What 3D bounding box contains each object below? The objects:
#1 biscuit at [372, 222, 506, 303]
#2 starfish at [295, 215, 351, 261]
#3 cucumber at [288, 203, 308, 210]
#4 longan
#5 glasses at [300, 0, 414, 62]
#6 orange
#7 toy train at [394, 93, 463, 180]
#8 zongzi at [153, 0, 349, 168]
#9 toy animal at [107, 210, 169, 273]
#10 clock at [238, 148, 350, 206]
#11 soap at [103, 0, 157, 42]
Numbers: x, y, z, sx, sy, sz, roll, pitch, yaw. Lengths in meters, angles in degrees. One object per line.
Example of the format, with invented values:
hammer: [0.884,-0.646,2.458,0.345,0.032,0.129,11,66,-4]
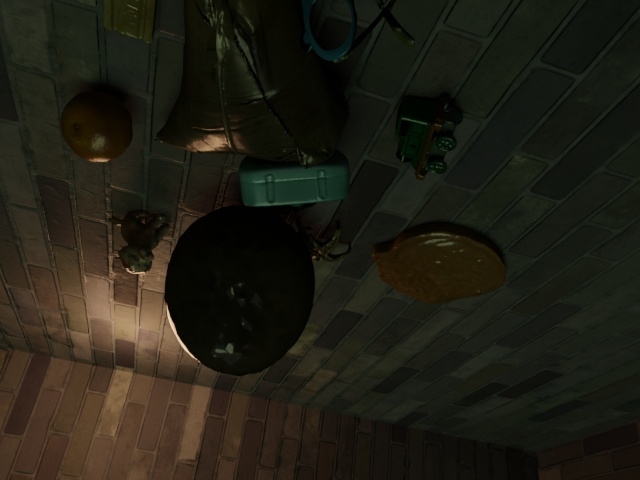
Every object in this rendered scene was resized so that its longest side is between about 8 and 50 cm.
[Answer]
biscuit: [0.348,0.083,1.743,0.365,0.062,0.385,-20,139,38]
starfish: [0.000,-0.002,1.678,0.147,0.074,0.190,-7,144,33]
cucumber: [-0.043,-0.100,1.421,0.056,0.056,0.284,4,-175,6]
longan: [-0.215,0.126,1.599,0.405,0.435,0.404,9,-172,-1]
glasses: [0.075,-0.392,0.923,0.207,0.238,0.102,-3,176,-16]
orange: [-0.486,-0.252,1.314,0.159,0.158,0.136,-10,-175,26]
toy train: [0.220,-0.221,1.261,0.137,0.091,0.227,17,150,4]
zongzi: [-0.234,-0.331,1.067,0.468,0.218,0.499,-1,145,22]
toy animal: [-0.545,0.012,1.704,0.184,0.185,0.104,3,150,9]
clock: [-0.056,-0.145,1.289,0.224,0.274,0.094,-4,106,-2]
soap: [-0.327,-0.461,1.036,0.092,0.037,0.252,14,148,-12]
